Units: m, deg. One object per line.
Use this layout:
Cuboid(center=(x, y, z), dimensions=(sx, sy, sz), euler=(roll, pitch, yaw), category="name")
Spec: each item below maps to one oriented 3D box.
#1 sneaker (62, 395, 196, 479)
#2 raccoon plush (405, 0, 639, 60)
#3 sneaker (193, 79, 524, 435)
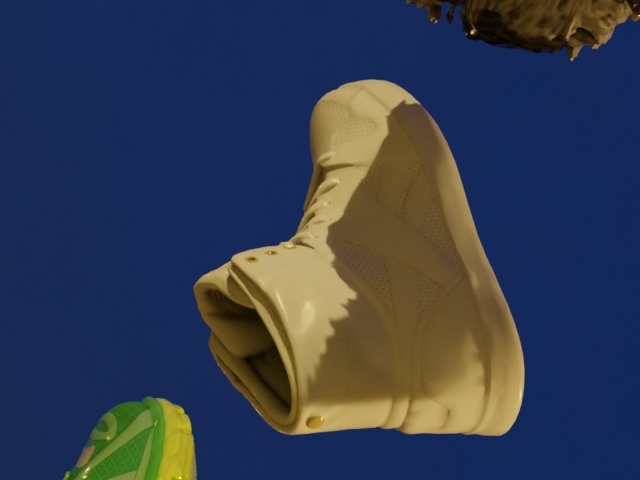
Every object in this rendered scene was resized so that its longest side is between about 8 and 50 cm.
Cuboid(center=(-0.130, 0.160, 0.809), dimensions=(0.123, 0.295, 0.109), euler=(14, -59, 5), category="sneaker")
Cuboid(center=(0.201, -0.247, 0.916), dimensions=(0.446, 0.299, 0.216), euler=(-14, -74, 21), category="raccoon plush")
Cuboid(center=(0.000, 0.000, 1.096), dimensions=(0.292, 0.169, 0.108), euler=(-112, -151, -45), category="sneaker")
